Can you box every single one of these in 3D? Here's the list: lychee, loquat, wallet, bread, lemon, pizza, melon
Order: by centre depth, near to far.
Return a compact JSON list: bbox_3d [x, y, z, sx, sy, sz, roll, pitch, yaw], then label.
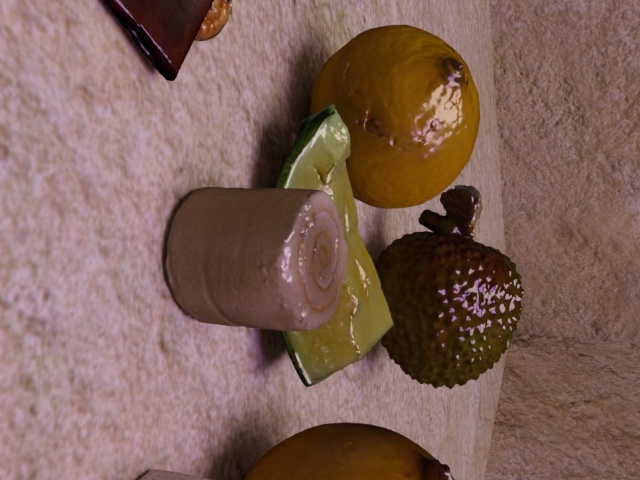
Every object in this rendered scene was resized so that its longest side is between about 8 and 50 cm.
[{"bbox_3d":[-0.126,-0.282,0.636,0.137,0.031,0.255,60,39,-51],"label":"wallet"},{"bbox_3d":[-0.059,0.019,0.696,0.148,0.141,0.134,57,41,-54],"label":"bread"},{"bbox_3d":[-0.111,-0.226,0.704,0.037,0.016,0.083,73,33,-41],"label":"pizza"},{"bbox_3d":[0.026,0.382,0.773,0.359,0.328,0.328,-45,166,18],"label":"loquat"},{"bbox_3d":[0.000,0.000,0.869,0.196,0.124,0.324,-41,122,-66],"label":"melon"},{"bbox_3d":[0.098,-0.155,0.938,0.254,0.228,0.229,86,19,-53],"label":"lemon"},{"bbox_3d":[0.214,0.091,1.213,0.270,0.269,0.320,34,42,-64],"label":"lychee"}]

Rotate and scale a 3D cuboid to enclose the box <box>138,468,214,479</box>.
[{"bbox_3d":[-0.180,0.342,0.514,0.330,0.095,0.210,-24,115,-67],"label":"box"}]
